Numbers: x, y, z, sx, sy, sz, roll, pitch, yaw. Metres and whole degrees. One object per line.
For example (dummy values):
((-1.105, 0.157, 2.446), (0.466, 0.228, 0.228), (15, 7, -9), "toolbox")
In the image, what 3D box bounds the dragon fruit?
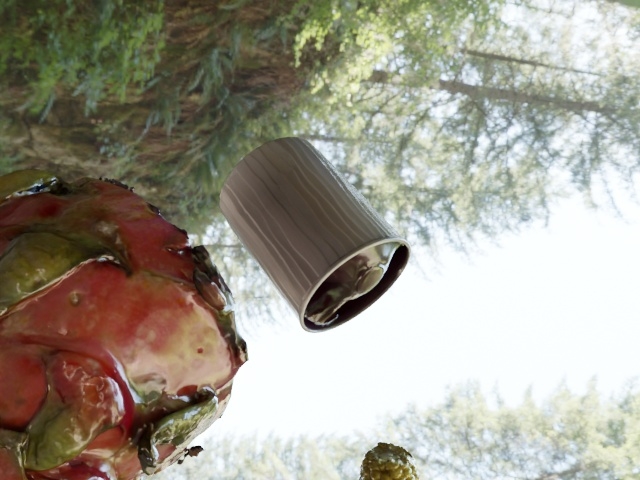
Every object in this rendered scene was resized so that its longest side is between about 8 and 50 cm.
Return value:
((-0.248, 0.102, 0.440), (0.296, 0.263, 0.314), (45, -43, 17), "dragon fruit")

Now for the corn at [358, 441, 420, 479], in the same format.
((0.092, 0.426, 0.721), (0.101, 0.102, 0.310), (-163, -107, -63), "corn")

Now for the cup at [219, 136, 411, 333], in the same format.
((0.008, -0.014, 0.917), (0.273, 0.288, 0.208), (49, -55, 27), "cup")
